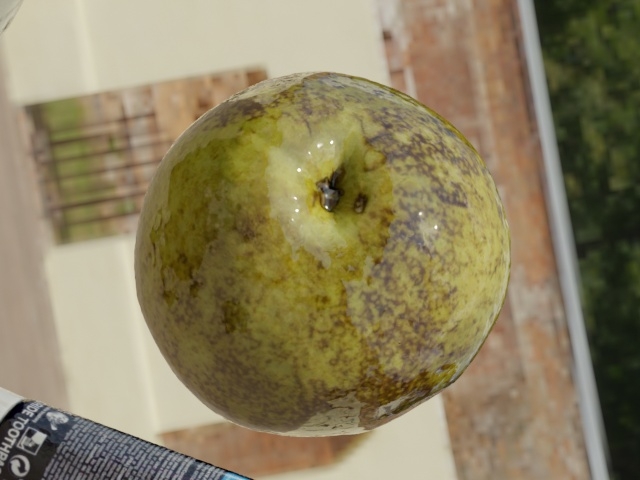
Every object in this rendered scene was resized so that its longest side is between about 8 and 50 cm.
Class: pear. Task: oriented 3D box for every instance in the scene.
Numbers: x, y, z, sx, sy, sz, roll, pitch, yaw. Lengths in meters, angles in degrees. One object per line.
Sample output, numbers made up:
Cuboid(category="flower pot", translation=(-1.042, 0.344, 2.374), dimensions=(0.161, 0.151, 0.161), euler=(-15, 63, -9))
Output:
Cuboid(category="pear", translation=(0.000, 0.000, 0.990), dimensions=(0.197, 0.197, 0.197), euler=(170, -90, -87))

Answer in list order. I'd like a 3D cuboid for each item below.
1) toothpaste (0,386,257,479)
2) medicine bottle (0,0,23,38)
Cuboid(category="toothpaste", translation=(-0.072, 0.107, 0.740), dimensions=(0.045, 0.193, 0.071), euler=(80, 33, -67))
Cuboid(category="medicine bottle", translation=(-0.213, -0.160, 0.899), dimensions=(0.293, 0.170, 0.170), euler=(-43, -126, 57))
